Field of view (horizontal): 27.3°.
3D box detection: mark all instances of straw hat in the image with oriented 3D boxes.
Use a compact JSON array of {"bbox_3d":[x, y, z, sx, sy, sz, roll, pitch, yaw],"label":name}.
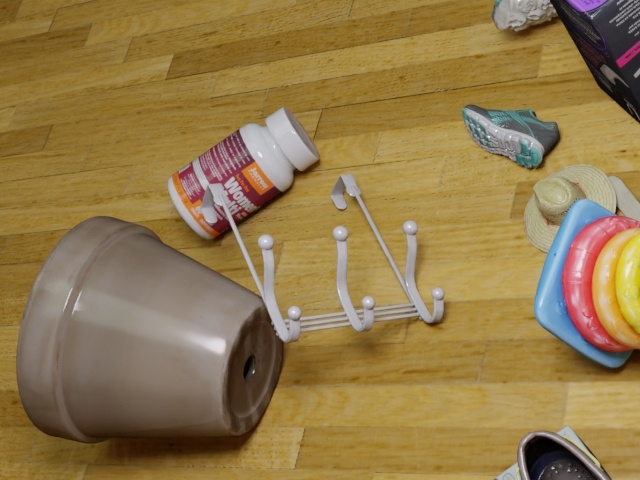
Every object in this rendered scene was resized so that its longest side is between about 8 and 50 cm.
[{"bbox_3d":[0.316,-0.054,1.742,0.144,0.061,0.144,-23,50,31],"label":"straw hat"}]

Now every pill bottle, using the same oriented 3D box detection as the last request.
[{"bbox_3d":[-0.120,-0.107,2.058,0.221,0.121,0.121,-33,45,10],"label":"pill bottle"}]

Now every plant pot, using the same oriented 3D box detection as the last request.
[{"bbox_3d":[-0.217,0.151,1.837,0.280,0.323,0.323,13,65,22],"label":"plant pot"}]

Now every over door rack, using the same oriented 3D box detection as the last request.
[{"bbox_3d":[0.000,0.000,1.815,0.240,0.108,0.324,-5,38,-26],"label":"over door rack"}]

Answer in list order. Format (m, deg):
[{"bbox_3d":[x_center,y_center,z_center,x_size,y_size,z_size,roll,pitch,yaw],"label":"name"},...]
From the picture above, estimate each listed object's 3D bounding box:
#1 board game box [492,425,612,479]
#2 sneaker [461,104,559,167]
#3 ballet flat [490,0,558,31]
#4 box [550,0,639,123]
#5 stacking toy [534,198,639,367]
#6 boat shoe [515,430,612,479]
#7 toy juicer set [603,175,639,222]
[{"bbox_3d":[0.225,0.389,1.466,0.303,0.097,0.224,-36,44,5],"label":"board game box"},{"bbox_3d":[0.273,-0.160,1.878,0.076,0.065,0.166,-38,45,-19],"label":"sneaker"},{"bbox_3d":[0.425,-0.445,1.931,0.409,0.147,0.147,-48,45,-4],"label":"ballet flat"},{"bbox_3d":[0.411,-0.284,1.710,0.143,0.270,0.165,-38,45,5],"label":"box"},{"bbox_3d":[0.403,0.048,1.476,0.302,0.166,0.175,-6,58,60],"label":"stacking toy"},{"bbox_3d":[0.294,0.326,1.329,0.117,0.096,0.324,-34,45,7],"label":"boat shoe"},{"bbox_3d":[0.507,-0.062,1.618,0.329,0.090,0.209,-39,47,41],"label":"toy juicer set"}]
